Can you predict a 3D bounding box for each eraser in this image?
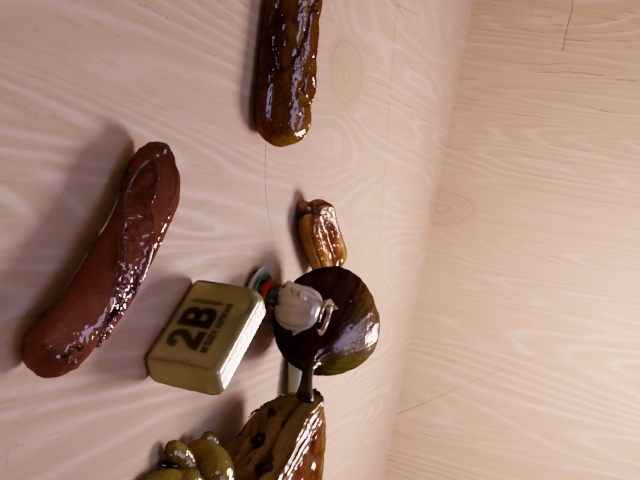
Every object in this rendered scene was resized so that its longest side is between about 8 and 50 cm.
[{"bbox_3d":[-0.164,0.136,1.315,0.172,0.117,0.058,-63,153,-45],"label":"eraser"}]

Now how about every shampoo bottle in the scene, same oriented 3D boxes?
[{"bbox_3d":[-0.053,0.331,1.961,0.072,0.049,0.212,-46,143,-69],"label":"shampoo bottle"}]

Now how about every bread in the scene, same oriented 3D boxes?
[{"bbox_3d":[-0.045,-0.321,1.478,0.124,0.084,0.343,-28,127,-71],"label":"bread"},{"bbox_3d":[-0.100,0.434,1.648,0.324,0.167,0.277,-57,155,-59],"label":"bread"}]

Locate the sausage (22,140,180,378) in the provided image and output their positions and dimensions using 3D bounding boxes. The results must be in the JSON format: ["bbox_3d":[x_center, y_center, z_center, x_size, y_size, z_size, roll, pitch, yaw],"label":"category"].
[{"bbox_3d":[-0.237,0.018,1.052,0.087,0.079,0.326,52,46,-36],"label":"sausage"}]

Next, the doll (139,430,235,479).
[{"bbox_3d":[-0.215,0.375,1.398,0.209,0.097,0.137,-6,75,-58],"label":"doll"}]

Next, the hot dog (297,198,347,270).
[{"bbox_3d":[0.000,0.000,1.885,0.100,0.068,0.249,-59,154,-26],"label":"hot dog"}]

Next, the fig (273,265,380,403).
[{"bbox_3d":[0.007,0.194,1.704,0.321,0.217,0.216,-77,171,-63],"label":"fig"}]

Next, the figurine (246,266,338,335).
[{"bbox_3d":[-0.053,0.124,1.624,0.132,0.154,0.132,11,90,-74],"label":"figurine"}]
